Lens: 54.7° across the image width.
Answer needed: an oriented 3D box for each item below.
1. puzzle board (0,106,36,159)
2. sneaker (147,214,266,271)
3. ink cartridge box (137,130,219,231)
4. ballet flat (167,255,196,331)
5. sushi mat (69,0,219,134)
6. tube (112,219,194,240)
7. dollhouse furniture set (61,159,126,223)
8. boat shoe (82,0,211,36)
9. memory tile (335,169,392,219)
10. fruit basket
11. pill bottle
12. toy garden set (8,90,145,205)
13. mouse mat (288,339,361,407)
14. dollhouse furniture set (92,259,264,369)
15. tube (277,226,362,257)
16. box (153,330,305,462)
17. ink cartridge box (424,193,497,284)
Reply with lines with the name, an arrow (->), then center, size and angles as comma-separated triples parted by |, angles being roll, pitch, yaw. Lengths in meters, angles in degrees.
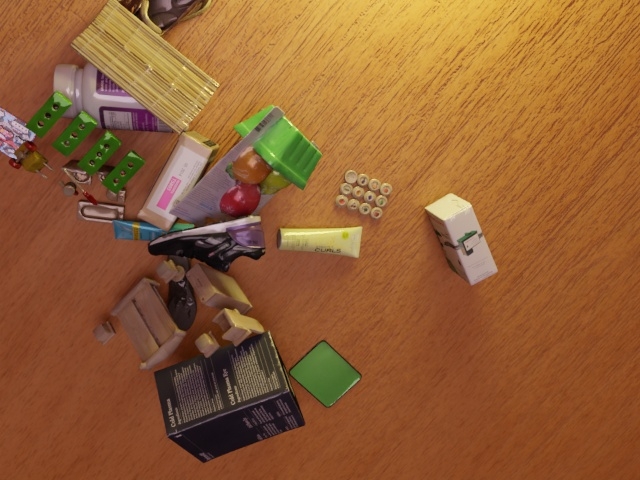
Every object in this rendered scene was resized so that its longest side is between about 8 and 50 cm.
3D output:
puzzle board -> -0.782, -0.268, 1.530 | 0.128, 0.011, 0.096 | 34, 97, -18
sneaker -> -0.274, 0.024, 1.501 | 0.284, 0.107, 0.124 | -12, 91, 1
ink cartridge box -> -0.350, -0.153, 1.547 | 0.088, 0.193, 0.234 | 30, 99, -10
ballet flat -> -0.387, 0.135, 1.704 | 0.084, 0.058, 0.249 | -4, 111, -9
sushi mat -> -0.396, -0.394, 1.406 | 0.317, 0.019, 0.151 | 39, 79, -6
tube -> -0.442, -0.024, 1.643 | 0.207, 0.052, 0.080 | 3, 137, -11
dollhouse furniture set -> -0.569, -0.110, 1.556 | 0.144, 0.123, 0.151 | 7, 104, -13
boat shoe -> -0.416, -0.530, 1.465 | 0.342, 0.123, 0.123 | -25, 109, -3
memory tile -> 0.122, -0.128, 1.743 | 0.148, 0.012, 0.113 | 19, 101, -15
fruit basket -> -0.181, -0.164, 1.550 | 0.353, 0.327, 0.165 | -39, 70, 9
pill bottle -> -0.469, -0.349, 1.484 | 0.302, 0.169, 0.169 | 2, 105, -12
toy garden set -> -0.571, -0.195, 1.440 | 0.204, 0.049, 0.244 | -44, 115, 10
mouse mat -> 0.016, 0.408, 1.880 | 0.153, 0.007, 0.189 | -43, 108, 3
dollhouse furniture set -> -0.362, 0.243, 1.602 | 0.355, 0.303, 0.174 | -43, 150, 8
tube -> 0.000, 0.000, 1.735 | 0.240, 0.062, 0.070 | 3, 146, -17
box -> -0.232, 0.427, 1.657 | 0.313, 0.178, 0.343 | -20, 150, -6
ink cartridge box -> 0.397, -0.007, 1.754 | 0.093, 0.160, 0.219 | -28, 108, -2
